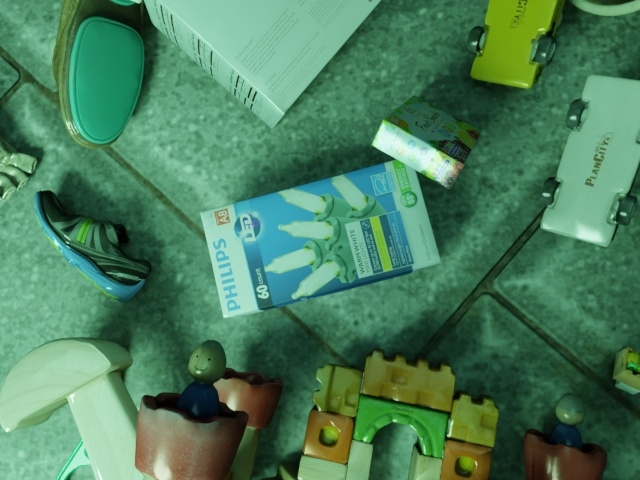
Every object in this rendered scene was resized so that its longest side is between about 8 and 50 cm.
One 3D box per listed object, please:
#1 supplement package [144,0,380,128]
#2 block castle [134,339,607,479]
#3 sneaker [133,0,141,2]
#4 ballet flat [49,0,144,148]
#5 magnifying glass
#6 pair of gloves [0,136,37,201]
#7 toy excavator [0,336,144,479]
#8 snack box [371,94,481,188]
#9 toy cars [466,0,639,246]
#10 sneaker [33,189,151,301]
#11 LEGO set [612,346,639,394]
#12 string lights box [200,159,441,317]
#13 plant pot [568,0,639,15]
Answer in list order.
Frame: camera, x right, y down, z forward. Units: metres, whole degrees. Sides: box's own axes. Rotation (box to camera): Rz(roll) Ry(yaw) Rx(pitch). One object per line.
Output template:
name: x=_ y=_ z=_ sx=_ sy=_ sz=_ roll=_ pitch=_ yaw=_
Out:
supplement package: x=-0.067 y=-0.278 z=0.634 sx=0.203 sy=0.149 sz=0.194 roll=41 pitch=86 yaw=-11
block castle: x=0.081 y=0.223 z=0.508 sx=0.453 sy=0.303 sz=0.213 roll=10 pitch=83 yaw=5
sneaker: x=-0.192 y=-0.350 z=0.670 sx=0.152 sy=0.061 sz=0.053 roll=-36 pitch=59 yaw=-24
ballet flat: x=-0.297 y=-0.295 z=0.697 sx=0.124 sy=0.116 sz=0.342 roll=14 pitch=100 yaw=33
magnifying glass: x=-0.279 y=0.253 z=0.675 sx=0.092 sy=0.026 sz=0.231 roll=6 pitch=85 yaw=6
pair of gloves: x=-0.522 y=-0.061 z=0.726 sx=0.204 sy=0.042 sz=0.240 roll=29 pitch=84 yaw=11
toy excavator: x=-0.234 y=0.387 z=0.567 sx=0.433 sy=0.222 sz=0.445 roll=33 pitch=79 yaw=5
snack box: x=0.129 y=-0.122 z=0.634 sx=0.100 sy=0.141 sz=0.037 roll=30 pitch=123 yaw=8
toy cars: x=0.297 y=-0.189 z=0.648 sx=0.176 sy=0.087 sz=0.394 roll=-27 pitch=82 yaw=35
sneaker: x=-0.296 y=0.000 z=0.695 sx=0.188 sy=0.067 sz=0.078 roll=39 pitch=66 yaw=10
LEGO set: x=0.460 y=0.223 z=0.574 sx=0.132 sy=0.107 sz=0.287 roll=-33 pitch=81 yaw=0
string lights box: x=0.000 y=0.000 z=0.656 sx=0.259 sy=0.077 sz=0.133 roll=-15 pitch=82 yaw=3
plant pot: x=0.454 y=-0.447 z=0.576 sx=0.305 sy=0.334 sz=0.334 roll=-14 pitch=82 yaw=-8
